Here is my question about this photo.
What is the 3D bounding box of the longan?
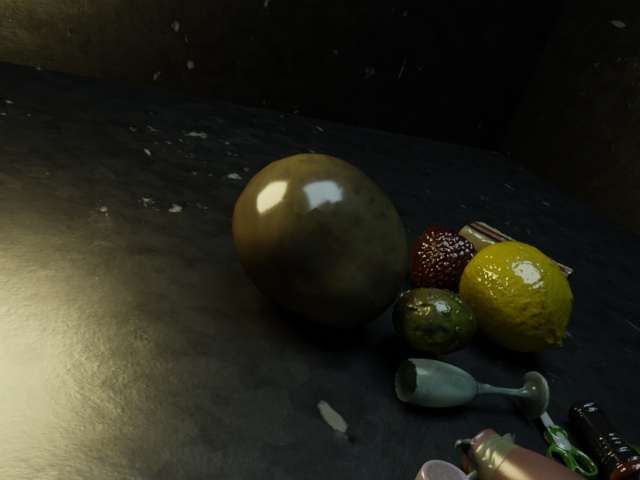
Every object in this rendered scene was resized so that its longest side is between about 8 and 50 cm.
[{"bbox_3d":[0.000,0.000,1.428,0.404,0.336,0.404,32,31,-22],"label":"longan"}]

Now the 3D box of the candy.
[{"bbox_3d":[0.516,0.092,1.852,0.320,0.179,0.135,32,26,29],"label":"candy"}]

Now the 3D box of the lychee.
[{"bbox_3d":[0.328,0.060,1.782,0.188,0.188,0.188,17,23,-7],"label":"lychee"}]

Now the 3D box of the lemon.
[{"bbox_3d":[0.478,0.141,1.613,0.253,0.253,0.310,-3,45,-43],"label":"lemon"}]

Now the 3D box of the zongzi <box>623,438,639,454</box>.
[{"bbox_3d":[0.665,0.460,1.334,0.130,0.062,0.154,32,-1,-28],"label":"zongzi"}]

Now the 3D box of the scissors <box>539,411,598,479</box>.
[{"bbox_3d":[0.473,0.395,1.323,0.101,0.027,0.204,16,25,-14],"label":"scissors"}]

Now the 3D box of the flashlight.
[{"bbox_3d":[0.569,0.408,1.310,0.093,0.093,0.232,16,17,-10],"label":"flashlight"}]

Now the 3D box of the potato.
[{"bbox_3d":[0.241,0.171,1.410,0.176,0.141,0.298,23,-3,9],"label":"potato"}]

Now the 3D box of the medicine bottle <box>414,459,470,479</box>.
[{"bbox_3d":[0.120,0.377,0.828,0.122,0.212,0.122,17,23,-7],"label":"medicine bottle"}]

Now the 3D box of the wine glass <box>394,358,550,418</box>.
[{"bbox_3d":[0.274,0.289,1.398,0.309,0.096,0.264,10,1,-20],"label":"wine glass"}]

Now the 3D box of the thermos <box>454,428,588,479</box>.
[{"bbox_3d":[0.334,0.414,1.043,0.176,0.146,0.265,-27,37,-28],"label":"thermos"}]
